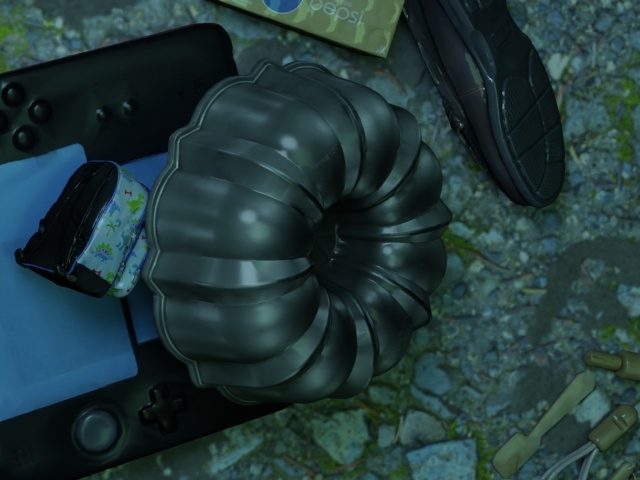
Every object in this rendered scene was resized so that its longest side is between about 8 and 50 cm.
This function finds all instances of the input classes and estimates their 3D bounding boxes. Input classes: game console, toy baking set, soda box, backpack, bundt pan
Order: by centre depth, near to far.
[{"bbox_3d":[-0.198,-0.009,1.619,0.084,0.105,0.114,34,76,-36],"label":"backpack"},{"bbox_3d":[0.000,0.000,1.664,0.330,0.124,0.331,-10,104,-44],"label":"bundt pan"},{"bbox_3d":[-0.203,0.018,1.699,0.342,0.060,0.387,-16,103,-16],"label":"game console"},{"bbox_3d":[-0.016,-0.229,1.728,0.181,0.058,0.061,17,92,-20],"label":"soda box"},{"bbox_3d":[0.315,0.211,1.922,0.256,0.030,0.197,17,92,-21],"label":"toy baking set"}]

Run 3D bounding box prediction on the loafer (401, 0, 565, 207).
[{"bbox_3d":[0.152,-0.170,1.792,0.109,0.095,0.303,-42,117,-41],"label":"loafer"}]
